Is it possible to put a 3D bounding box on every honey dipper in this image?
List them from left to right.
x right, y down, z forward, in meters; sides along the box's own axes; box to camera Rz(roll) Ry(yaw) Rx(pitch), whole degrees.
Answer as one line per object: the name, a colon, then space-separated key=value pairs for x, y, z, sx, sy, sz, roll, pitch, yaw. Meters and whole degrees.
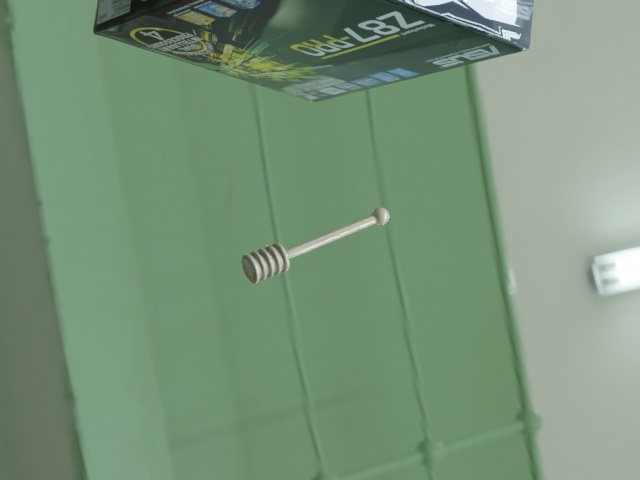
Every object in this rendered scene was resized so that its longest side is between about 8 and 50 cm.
honey dipper: x=0.000 y=0.000 z=1.205 sx=0.030 sy=0.161 sz=0.030 roll=45 pitch=-33 yaw=40

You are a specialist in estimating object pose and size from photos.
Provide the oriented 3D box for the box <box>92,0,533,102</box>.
box: x=-0.019 y=-0.255 z=1.352 sx=0.395 sy=0.318 sz=0.097 roll=-4 pitch=-102 yaw=53
